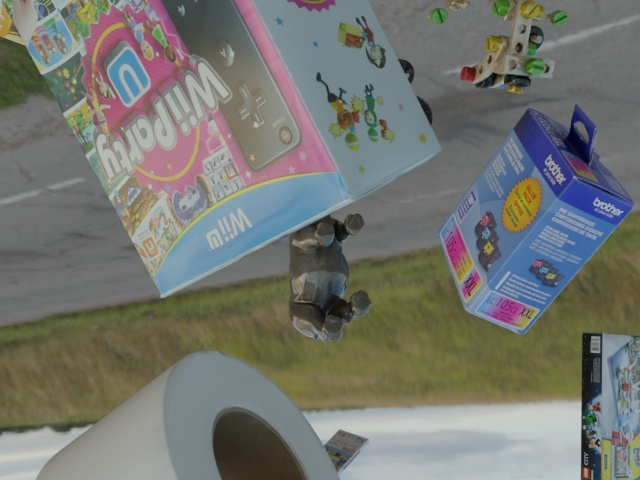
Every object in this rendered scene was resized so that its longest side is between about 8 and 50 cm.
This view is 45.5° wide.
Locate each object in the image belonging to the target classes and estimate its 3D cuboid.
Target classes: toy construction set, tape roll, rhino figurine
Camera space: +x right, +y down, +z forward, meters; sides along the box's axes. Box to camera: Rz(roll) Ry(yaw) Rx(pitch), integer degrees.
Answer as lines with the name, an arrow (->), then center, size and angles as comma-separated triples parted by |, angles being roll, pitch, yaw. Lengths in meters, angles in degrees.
toy construction set -> 0.398, -0.463, 1.672 | 0.308, 0.258, 0.237 | 30, -169, -23
tape roll -> -0.107, 0.243, 0.668 | 0.169, 0.246, 0.246 | -37, 160, 16
rhino figurine -> 0.000, 0.000, 0.890 | 0.073, 0.244, 0.106 | 4, 166, -26

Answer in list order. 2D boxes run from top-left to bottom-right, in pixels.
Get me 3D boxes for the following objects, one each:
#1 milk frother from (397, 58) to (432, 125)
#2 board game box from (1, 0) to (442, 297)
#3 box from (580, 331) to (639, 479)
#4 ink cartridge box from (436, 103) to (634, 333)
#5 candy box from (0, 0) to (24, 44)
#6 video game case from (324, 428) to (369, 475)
milk frother -> 0.144, -0.257, 1.482 | 0.129, 0.143, 0.134 | 25, 165, -11
board game box -> -0.090, -0.139, 0.503 | 0.097, 0.304, 0.224 | -31, -176, -43
box -> 0.490, 0.269, 1.225 | 0.159, 0.233, 0.044 | 8, 171, -29
ink cartridge box -> 0.412, -0.062, 1.460 | 0.151, 0.270, 0.396 | 22, 120, -21
candy box -> -0.466, -0.407, 1.153 | 0.316, 0.183, 0.088 | 17, -155, -26
video game case -> 0.034, 0.447, 1.595 | 0.087, 0.011, 0.122 | 6, -146, 45
